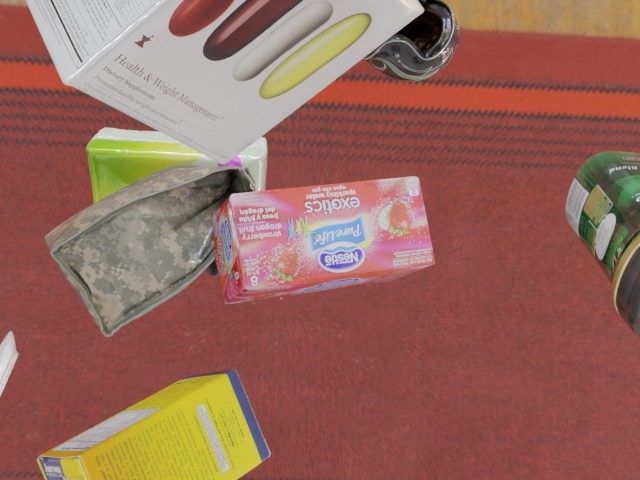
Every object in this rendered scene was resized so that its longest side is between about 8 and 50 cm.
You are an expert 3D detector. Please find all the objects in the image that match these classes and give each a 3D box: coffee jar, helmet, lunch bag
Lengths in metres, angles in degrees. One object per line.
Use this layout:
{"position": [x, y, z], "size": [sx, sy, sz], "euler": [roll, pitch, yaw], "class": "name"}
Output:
{"position": [0.242, 0.004, 0.557], "size": [0.096, 0.184, 0.079], "euler": [9, 117, -3], "class": "coffee jar"}
{"position": [0.170, -0.375, 1.468], "size": [0.161, 0.169, 0.169], "euler": [12, 85, -23], "class": "helmet"}
{"position": [-0.233, -0.011, 1.144], "size": [0.287, 0.235, 0.169], "euler": [-34, 106, -16], "class": "lunch bag"}

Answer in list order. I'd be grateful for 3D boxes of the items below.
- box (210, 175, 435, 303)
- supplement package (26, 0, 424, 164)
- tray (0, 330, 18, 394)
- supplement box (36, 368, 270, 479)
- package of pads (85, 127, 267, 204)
{"position": [0.000, 0.000, 1.017], "size": [0.257, 0.128, 0.123], "euler": [-7, 80, -20], "class": "box"}
{"position": [-0.070, -0.190, 0.561], "size": [0.203, 0.194, 0.149], "euler": [-36, 68, 15], "class": "supplement package"}
{"position": [-0.535, 0.277, 1.239], "size": [0.030, 0.145, 0.270], "euler": [24, 70, -18], "class": "tray"}
{"position": [-0.309, 0.412, 1.501], "size": [0.356, 0.194, 0.195], "euler": [-24, 94, -41], "class": "supplement box"}
{"position": [-0.244, -0.070, 1.376], "size": [0.296, 0.101, 0.229], "euler": [4, 123, -1], "class": "package of pads"}
